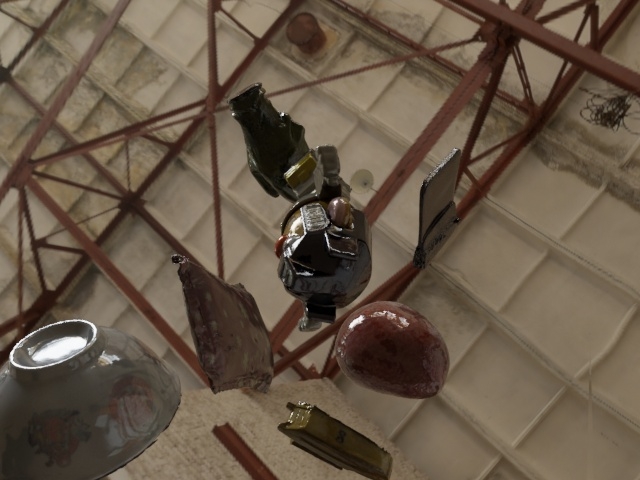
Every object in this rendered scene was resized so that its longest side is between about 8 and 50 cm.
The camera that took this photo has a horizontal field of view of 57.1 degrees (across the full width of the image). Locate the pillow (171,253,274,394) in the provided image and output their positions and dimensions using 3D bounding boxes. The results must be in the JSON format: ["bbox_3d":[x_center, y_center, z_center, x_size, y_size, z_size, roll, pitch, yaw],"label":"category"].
[{"bbox_3d":[-0.077,0.079,0.521,0.043,0.185,0.118,-17,-104,2],"label":"pillow"}]

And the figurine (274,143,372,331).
[{"bbox_3d":[0.002,-0.003,0.880,0.143,0.308,0.308,-14,-105,-1],"label":"figurine"}]

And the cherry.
[{"bbox_3d":[0.176,0.264,1.402,0.307,0.261,0.221,26,-75,51],"label":"cherry"}]

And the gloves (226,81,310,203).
[{"bbox_3d":[-0.079,-0.163,1.085,0.135,0.268,0.107,-22,-142,19],"label":"gloves"}]

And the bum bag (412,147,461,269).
[{"bbox_3d":[0.167,-0.042,0.825,0.026,0.159,0.109,26,-127,27],"label":"bum bag"}]

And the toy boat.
[{"bbox_3d":[0.028,0.361,1.039,0.226,0.068,0.088,30,-43,-5],"label":"toy boat"}]

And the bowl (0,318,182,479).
[{"bbox_3d":[-0.420,0.234,0.984,0.345,0.345,0.157,4,-62,25],"label":"bowl"}]
